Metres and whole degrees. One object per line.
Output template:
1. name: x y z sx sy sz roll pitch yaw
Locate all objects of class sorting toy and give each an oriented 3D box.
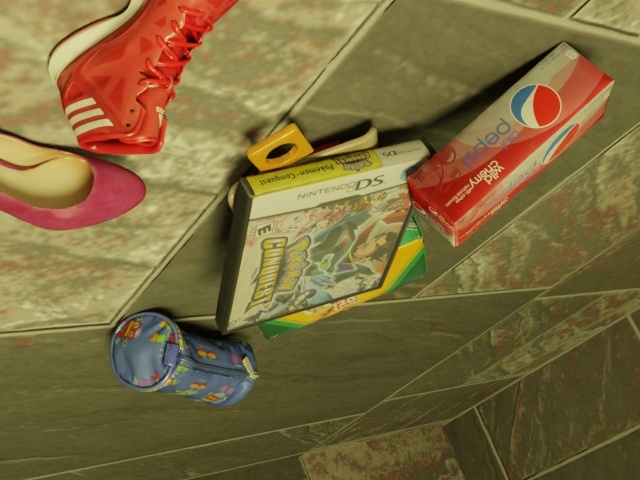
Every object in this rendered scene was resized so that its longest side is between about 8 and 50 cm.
1. sorting toy: -0.018 -0.068 1.102 0.196 0.047 0.347 -24 157 -5

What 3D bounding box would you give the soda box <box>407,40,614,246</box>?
1. soda box: 0.229 -0.115 1.063 0.263 0.083 0.092 -42 159 -7

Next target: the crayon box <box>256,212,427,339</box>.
1. crayon box: 0.018 0.044 1.330 0.278 0.081 0.165 -22 156 0

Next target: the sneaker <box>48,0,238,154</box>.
1. sneaker: -0.121 -0.146 0.726 0.221 0.128 0.087 -33 155 24

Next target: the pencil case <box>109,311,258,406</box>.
1. pencil case: -0.206 0.198 1.415 0.133 0.119 0.306 0 166 22

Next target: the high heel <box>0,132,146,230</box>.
1. high heel: -0.271 -0.070 0.826 0.244 0.082 0.117 8 155 -28

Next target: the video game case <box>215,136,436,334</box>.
1. video game case: 0.000 0.000 1.106 0.248 0.035 0.275 -15 145 -25
